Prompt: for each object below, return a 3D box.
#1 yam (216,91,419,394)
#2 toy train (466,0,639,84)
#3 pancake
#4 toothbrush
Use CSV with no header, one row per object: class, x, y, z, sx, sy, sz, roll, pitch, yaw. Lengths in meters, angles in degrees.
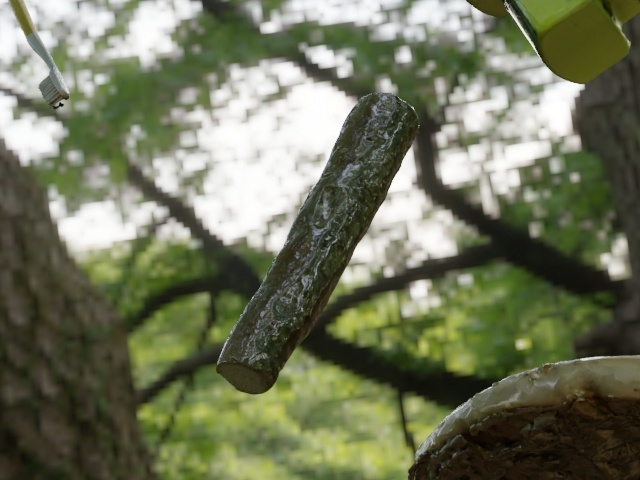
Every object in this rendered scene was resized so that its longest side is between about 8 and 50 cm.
yam,0.000,0.000,1.522,0.061,0.274,0.061,21,-30,13
toy train,0.187,-0.340,1.631,0.272,0.442,0.179,-35,-25,11
pancake,0.258,0.195,1.567,0.382,0.071,0.382,5,-33,3
toothbrush,-0.299,-0.214,1.996,0.024,0.288,0.021,-37,-51,6
